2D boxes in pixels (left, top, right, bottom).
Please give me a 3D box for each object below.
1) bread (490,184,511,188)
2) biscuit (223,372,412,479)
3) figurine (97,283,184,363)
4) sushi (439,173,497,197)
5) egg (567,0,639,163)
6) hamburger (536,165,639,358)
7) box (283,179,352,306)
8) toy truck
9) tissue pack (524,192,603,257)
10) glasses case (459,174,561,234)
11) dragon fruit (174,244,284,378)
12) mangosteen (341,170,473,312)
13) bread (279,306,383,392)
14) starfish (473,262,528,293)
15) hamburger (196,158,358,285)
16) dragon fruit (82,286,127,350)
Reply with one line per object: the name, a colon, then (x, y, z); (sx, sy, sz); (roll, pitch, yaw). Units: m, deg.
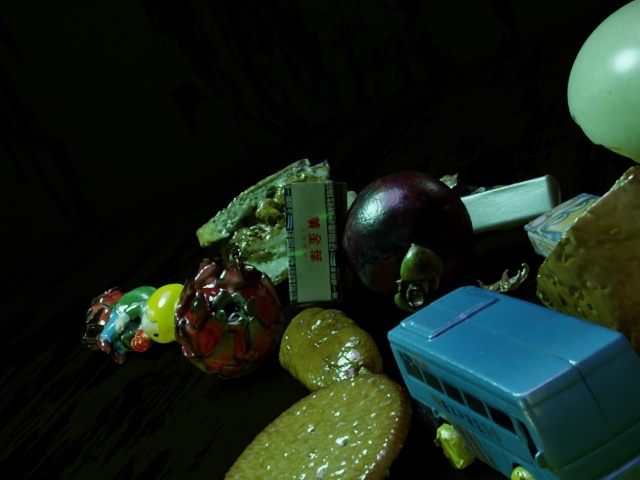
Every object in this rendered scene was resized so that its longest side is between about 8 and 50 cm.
bread: (0.315, -0.066, 2.137); (0.090, 0.035, 0.094); (-33, 15, -21)
biscuit: (-0.012, 0.275, 1.433); (0.305, 0.038, 0.305); (-35, 19, 14)
figurine: (-0.333, 0.168, 2.360); (0.234, 0.127, 0.185); (12, 52, 48)
sushi: (0.151, -0.041, 2.223); (0.294, 0.059, 0.292); (-38, 13, -13)
egg: (0.548, -0.253, 1.882); (0.278, 0.278, 0.336); (-36, 17, -31)
hamburger: (0.354, 0.069, 1.267); (0.162, 0.209, 0.330); (-37, -22, -3)
box: (0.000, 0.000, 2.005); (0.084, 0.198, 0.310); (-3, 2, 5)
toy truck: (0.209, 0.162, 1.257); (0.161, 0.162, 0.385); (-29, 14, -12)
tissue pack: (0.385, -0.016, 1.764); (0.115, 0.065, 0.155); (-28, 14, -7)
glasses case: (0.319, -0.057, 2.028); (0.190, 0.072, 0.042); (-14, -23, 38)
dragon fruit: (-0.153, 0.128, 1.977); (0.192, 0.193, 0.274); (-46, 7, -12)
mangosteen: (0.139, -0.001, 1.870); (0.216, 0.216, 0.216); (-26, 14, 7)
bread: (0.024, 0.172, 1.731); (0.124, 0.084, 0.344); (-52, 18, -5)
starfish: (0.267, 0.064, 1.779); (0.078, 0.028, 0.091); (-30, 10, -36)
hamburger: (-0.087, -0.027, 2.363); (0.318, 0.195, 0.277); (-34, 1, -11)
dragon fruit: (-0.450, 0.170, 2.546); (0.121, 0.130, 0.142); (2, 71, 50)
